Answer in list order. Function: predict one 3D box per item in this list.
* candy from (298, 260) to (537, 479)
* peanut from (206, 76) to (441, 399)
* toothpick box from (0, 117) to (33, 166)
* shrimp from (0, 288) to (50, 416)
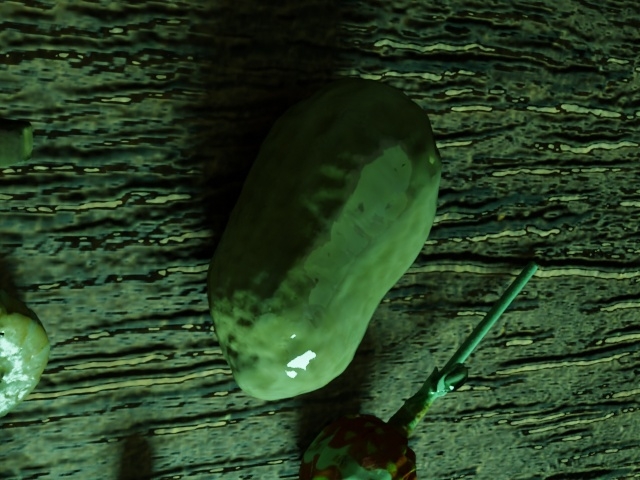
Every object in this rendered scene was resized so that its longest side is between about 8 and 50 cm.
[{"bbox_3d":[0.091,0.116,1.055,0.288,0.078,0.084,-45,124,-28],"label":"candy"},{"bbox_3d":[0.000,0.000,0.902,0.129,0.129,0.224,27,95,-40],"label":"peanut"},{"bbox_3d":[-0.261,-0.180,0.610,0.187,0.190,0.308,-11,106,-35],"label":"toothpick box"},{"bbox_3d":[-0.232,0.060,0.800,0.095,0.045,0.162,-47,135,9],"label":"shrimp"}]
